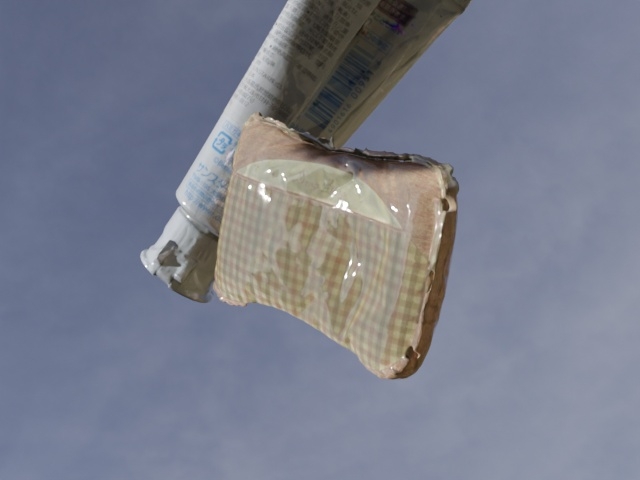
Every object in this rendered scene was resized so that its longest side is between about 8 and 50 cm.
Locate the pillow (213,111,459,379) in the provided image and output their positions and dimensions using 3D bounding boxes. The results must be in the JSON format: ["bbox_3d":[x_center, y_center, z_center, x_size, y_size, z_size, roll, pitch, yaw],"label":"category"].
[{"bbox_3d":[0.001,-0.003,0.568,0.034,0.211,0.135,6,-81,-42],"label":"pillow"}]

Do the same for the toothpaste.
[{"bbox_3d":[-0.023,-0.090,0.669,0.114,0.073,0.299,36,-81,-4],"label":"toothpaste"}]
